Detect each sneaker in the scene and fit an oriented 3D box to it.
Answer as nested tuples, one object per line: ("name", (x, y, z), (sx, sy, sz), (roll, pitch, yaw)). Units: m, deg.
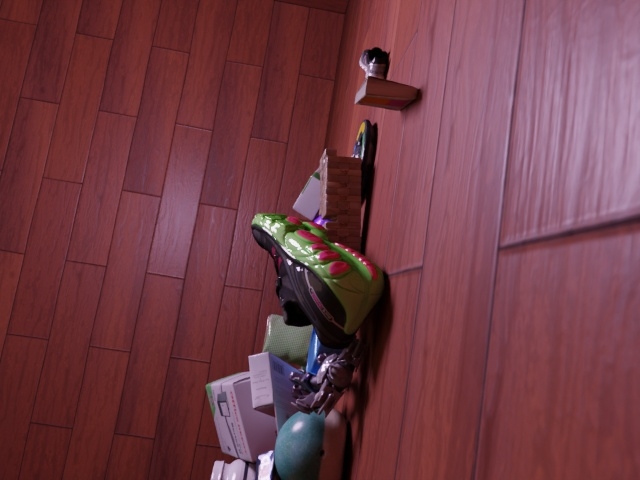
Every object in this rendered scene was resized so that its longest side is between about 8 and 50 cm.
("sneaker", (-0.047, 0.069, 1.121), (0.483, 0.185, 0.202), (41, 115, 63))
("sneaker", (0.145, -0.481, 1.408), (0.170, 0.063, 0.074), (-94, 13, -51))

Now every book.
("book", (0.124, -0.277, 1.025), (0.144, 0.096, 0.035), (-134, 53, -83))

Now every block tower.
("block tower", (0.047, -0.051, 1.306), (0.091, 0.097, 0.335), (132, 139, -73))

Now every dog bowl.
("dog bowl", (0.021, 0.257, 1.350), (0.297, 0.074, 0.165), (103, 174, -47))

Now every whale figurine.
("whale figurine", (-0.027, 0.445, 1.124), (0.272, 0.141, 0.216), (105, 172, -70))

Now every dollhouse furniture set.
("dollhouse furniture set", (-0.082, 0.358, 1.637), (0.151, 0.198, 0.301), (105, 172, -62))

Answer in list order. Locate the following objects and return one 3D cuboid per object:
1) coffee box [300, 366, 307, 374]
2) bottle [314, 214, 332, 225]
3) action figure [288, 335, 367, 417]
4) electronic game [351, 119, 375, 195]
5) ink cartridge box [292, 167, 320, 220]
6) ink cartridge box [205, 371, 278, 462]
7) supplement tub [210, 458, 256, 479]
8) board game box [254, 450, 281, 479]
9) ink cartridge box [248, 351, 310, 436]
("coffee box", (-0.056, 0.499, 2.026), (0.113, 0.041, 0.184), (137, 142, -84))
("bottle", (0.000, 0.000, 1.897), (0.118, 0.092, 0.282), (46, 126, 42))
("action figure", (0.011, 0.272, 1.085), (0.185, 0.099, 0.285), (-45, -6, -18))
("electronic game", (0.104, -0.213, 1.440), (0.229, 0.048, 0.229), (-170, 90, -85))
("ink cartridge box", (0.000, -0.187, 1.906), (0.153, 0.087, 0.208), (-58, -1, 32))
("ink cartridge box", (-0.205, 0.478, 1.470), (0.289, 0.122, 0.211), (-32, 72, 60))
("supplement tub", (-0.154, 0.681, 1.387), (0.191, 0.273, 0.191), (-171, 90, -86))
("board game box", (-0.063, 0.574, 1.082), (0.165, 0.042, 0.243), (-95, -20, -62))
("ink cartridge box", (-0.084, 0.421, 1.290), (0.275, 0.060, 0.238), (54, -157, -58))
